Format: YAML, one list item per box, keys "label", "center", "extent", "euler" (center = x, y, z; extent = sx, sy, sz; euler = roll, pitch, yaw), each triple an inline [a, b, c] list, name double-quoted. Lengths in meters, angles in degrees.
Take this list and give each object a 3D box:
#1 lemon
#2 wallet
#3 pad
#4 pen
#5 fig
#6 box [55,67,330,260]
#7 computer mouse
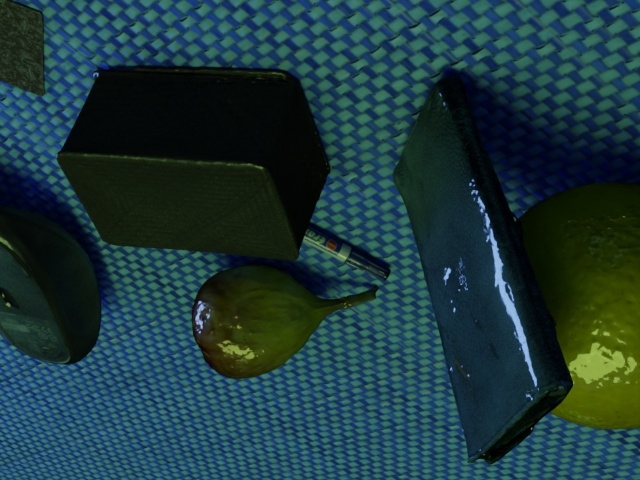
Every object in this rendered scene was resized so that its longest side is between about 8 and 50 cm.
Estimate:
- label: "lemon"
  center: [0.317, 0.071, 1.341]
  extent: [0.293, 0.293, 0.293]
  euler: [14, 146, 10]
- label: "wallet"
  center: [0.157, 0.026, 1.300]
  extent: [0.046, 0.379, 0.190]
  euler: [-1, 148, -21]
- label: "pad"
  center: [-0.445, -0.263, 1.517]
  extent: [0.235, 0.003, 0.158]
  euler: [20, 146, 1]
- label: "pen"
  center: [0.000, 0.000, 1.630]
  extent: [0.204, 0.025, 0.025]
  euler: [27, 146, -10]
- label: "fig"
  center: [-0.044, 0.099, 1.717]
  extent: [0.257, 0.159, 0.159]
  euler: [-14, 137, 11]
- label: "box"
  center: [-0.148, -0.092, 1.476]
  extent: [0.273, 0.143, 0.184]
  euler: [5, 143, 21]
- label: "computer mouse"
  center: [-0.440, 0.043, 1.846]
  extent: [0.203, 0.114, 0.374]
  euler: [9, 144, 21]
